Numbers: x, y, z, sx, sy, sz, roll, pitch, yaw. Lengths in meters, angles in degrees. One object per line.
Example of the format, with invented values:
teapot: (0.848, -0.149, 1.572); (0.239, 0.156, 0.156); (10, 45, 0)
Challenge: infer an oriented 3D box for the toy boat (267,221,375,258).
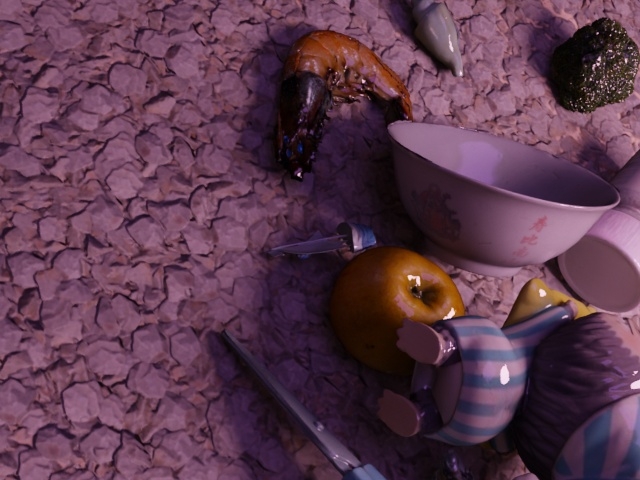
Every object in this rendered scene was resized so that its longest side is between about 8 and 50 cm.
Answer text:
toy boat: (0.010, 0.002, 1.466); (0.149, 0.105, 0.034); (-12, 107, -32)

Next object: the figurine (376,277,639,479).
figurine: (0.328, 0.223, 1.289); (0.361, 0.377, 0.266); (2, 106, -36)

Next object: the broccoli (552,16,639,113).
broccoli: (0.463, -0.296, 1.782); (0.138, 0.145, 0.162); (10, 72, -63)

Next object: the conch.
conch: (0.187, -0.342, 1.724); (0.065, 0.088, 0.180); (-28, 87, 13)

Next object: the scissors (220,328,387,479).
scissors: (0.021, 0.265, 1.321); (0.447, 0.029, 0.192); (44, 12, 20)

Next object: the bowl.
bowl: (0.239, -0.045, 1.521); (0.345, 0.345, 0.157); (7, 109, -21)

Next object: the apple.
apple: (0.105, 0.093, 1.431); (0.182, 0.155, 0.182); (8, 67, -19)

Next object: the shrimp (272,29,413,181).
shrimp: (0.035, -0.186, 1.582); (0.222, 0.054, 0.290); (25, 56, -13)

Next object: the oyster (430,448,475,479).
oyster: (0.217, 0.421, 1.392); (0.199, 0.087, 0.252); (17, 72, -11)

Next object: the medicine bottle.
medicine bottle: (0.501, -0.026, 1.656); (0.165, 0.165, 0.273); (46, 59, 1)
